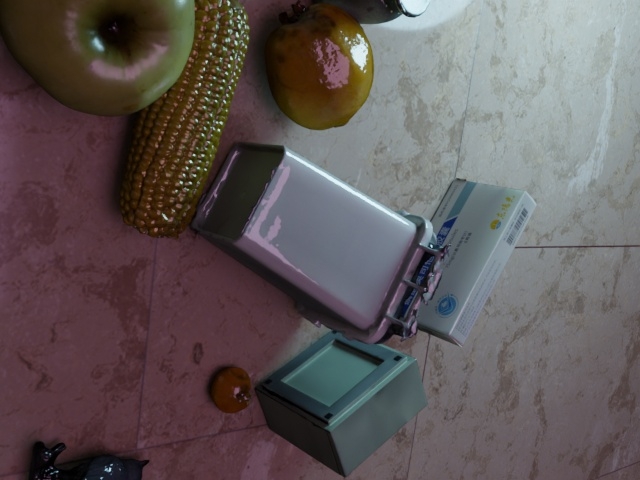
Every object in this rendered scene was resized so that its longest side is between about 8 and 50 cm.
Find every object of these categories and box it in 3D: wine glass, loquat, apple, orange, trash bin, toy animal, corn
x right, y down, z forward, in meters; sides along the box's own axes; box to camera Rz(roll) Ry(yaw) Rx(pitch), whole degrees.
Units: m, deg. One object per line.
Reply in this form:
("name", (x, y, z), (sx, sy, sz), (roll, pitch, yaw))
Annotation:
("wine glass", (0.086, -0.425, 1.292), (0.111, 0.204, 0.111), (-11, 107, -42))
("loquat", (-0.003, -0.295, 1.281), (0.187, 0.176, 0.234), (-51, 134, -39))
("apple", (-0.291, -0.296, 0.980), (0.262, 0.262, 0.262), (-12, 110, -38))
("orange", (-0.158, 0.273, 1.370), (0.086, 0.062, 0.086), (-11, 108, -35))
("trash bin", (0.000, 0.000, 1.293), (0.367, 0.296, 0.256), (34, 81, -35))
("toy animal", (-0.353, 0.377, 1.199), (0.210, 0.117, 0.121), (7, 90, -39))
("corn", (-0.210, -0.198, 1.152), (0.144, 0.144, 0.387), (13, 98, -42))

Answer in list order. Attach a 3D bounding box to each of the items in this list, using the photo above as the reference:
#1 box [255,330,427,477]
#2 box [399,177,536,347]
("box", (0.036, 0.289, 1.431), (0.225, 0.225, 0.117), (-33, 121, -30))
("box", (0.290, 0.037, 1.596), (0.065, 0.200, 0.343), (38, 77, -37))
